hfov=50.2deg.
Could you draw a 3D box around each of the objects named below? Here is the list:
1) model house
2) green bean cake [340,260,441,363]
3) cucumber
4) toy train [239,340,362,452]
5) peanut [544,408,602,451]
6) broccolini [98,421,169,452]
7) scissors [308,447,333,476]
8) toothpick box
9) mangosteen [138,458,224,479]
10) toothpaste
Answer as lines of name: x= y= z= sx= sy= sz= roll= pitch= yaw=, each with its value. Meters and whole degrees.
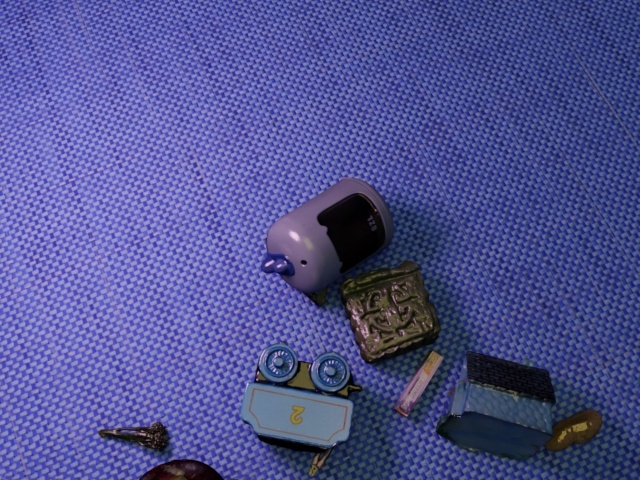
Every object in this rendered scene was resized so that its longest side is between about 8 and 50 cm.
model house: x=0.462 y=0.418 z=1.822 sx=0.261 sy=0.226 sz=0.241 roll=15 pitch=56 yaw=3
green bean cake: x=0.195 y=0.198 z=1.931 sx=0.241 sy=0.132 sz=0.255 roll=-17 pitch=71 yaw=-1
cucumber: x=-0.076 y=0.082 z=2.009 sx=0.265 sy=0.077 sz=0.077 roll=41 pitch=76 yaw=17
toy train: x=-0.049 y=0.424 z=1.820 sx=0.300 sy=0.188 sz=0.265 roll=10 pitch=70 yaw=2
peanut: x=0.679 y=0.513 z=1.833 sx=0.174 sy=0.080 sz=0.080 roll=-25 pitch=71 yaw=-4
broccolini: x=-0.509 y=0.532 z=1.873 sx=0.201 sy=0.058 sz=0.074 roll=0 pitch=54 yaw=17
scissors: x=0.000 y=0.585 z=1.850 sx=0.039 sy=0.012 sz=0.113 roll=29 pitch=73 yaw=11
toothpick box: x=0.000 y=0.000 z=1.908 sx=0.354 sy=0.263 sz=0.263 roll=-32 pitch=71 yaw=-31
mangosteen: x=-0.342 y=0.678 z=1.682 sx=0.287 sy=0.288 sz=0.288 roll=0 pitch=70 yaw=1
toothpaste: x=0.272 y=0.397 z=1.901 sx=0.047 sy=0.040 sz=0.196 roll=33 pitch=73 yaw=10
